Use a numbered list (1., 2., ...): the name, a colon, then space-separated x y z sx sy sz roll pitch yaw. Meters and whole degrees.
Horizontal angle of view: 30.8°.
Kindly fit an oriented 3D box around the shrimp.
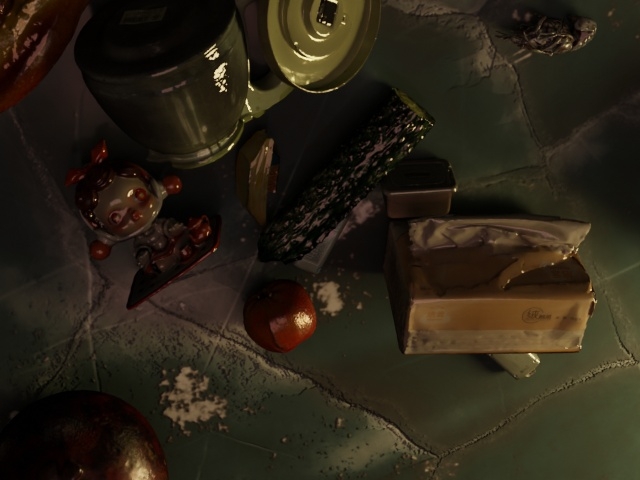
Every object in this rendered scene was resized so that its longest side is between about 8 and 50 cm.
1. shrimp: 0.347 -0.318 1.795 0.165 0.057 0.065 -2 134 -17

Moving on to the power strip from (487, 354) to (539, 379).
1. power strip: 0.294 0.162 2.062 0.060 0.027 0.252 -42 115 16

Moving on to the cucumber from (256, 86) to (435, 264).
1. cucumber: 0.030 -0.085 1.848 0.096 0.096 0.359 36 106 -23

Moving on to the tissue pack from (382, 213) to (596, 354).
1. tissue pack: 0.271 0.044 1.874 0.305 0.238 0.239 0 118 -7

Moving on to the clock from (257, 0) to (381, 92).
1. clock: 0.002 -0.331 1.680 0.235 0.029 0.235 -21 120 -41

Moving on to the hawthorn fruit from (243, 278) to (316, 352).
1. hawthorn fruit: -0.067 0.128 1.953 0.128 0.128 0.128 -3 118 -5

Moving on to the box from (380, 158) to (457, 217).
1. box: 0.155 -0.083 1.882 0.122 0.089 0.062 -3 128 -5

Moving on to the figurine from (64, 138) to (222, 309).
1. figurine: -0.296 -0.049 1.818 0.183 0.160 0.226 -35 109 10

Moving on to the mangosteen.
1. mangosteen: -0.412 0.407 1.991 0.306 0.359 0.306 0 86 -4

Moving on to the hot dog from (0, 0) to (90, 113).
1. hot dog: -0.457 -0.306 1.608 0.185 0.223 0.405 33 110 -25

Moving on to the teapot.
1. teapot: -0.188 -0.256 1.708 0.239 0.322 0.239 14 142 30

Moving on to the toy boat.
1. toy boat: -0.097 -0.095 1.858 0.066 0.065 0.172 -12 127 -27

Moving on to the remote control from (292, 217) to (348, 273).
1. remote control: 0.000 0.000 1.943 0.053 0.018 0.124 21 113 -16
